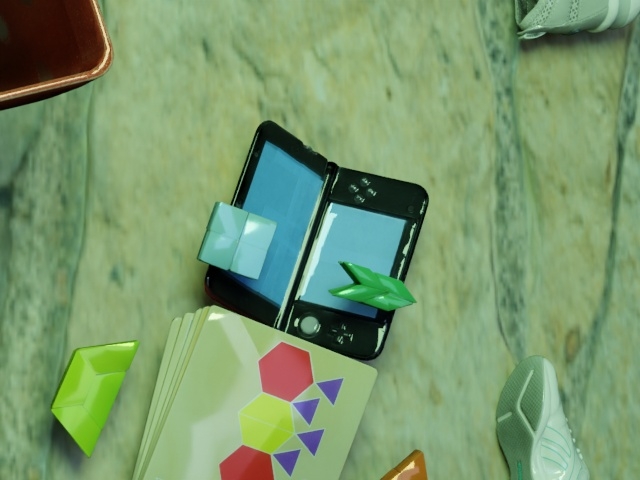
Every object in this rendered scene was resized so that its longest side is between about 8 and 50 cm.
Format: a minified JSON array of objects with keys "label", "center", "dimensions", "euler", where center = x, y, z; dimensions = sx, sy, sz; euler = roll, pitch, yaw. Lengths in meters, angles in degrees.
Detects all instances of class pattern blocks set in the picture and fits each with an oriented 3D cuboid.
[{"label":"pattern blocks set","center":[-0.054,0.151,1.383],"dimensions":[0.285,0.026,0.325],"euler":[30,84,-13]}]

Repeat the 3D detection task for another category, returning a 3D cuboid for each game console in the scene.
[{"label":"game console","center":[0.000,0.000,1.427],"dimensions":[0.124,0.085,0.144],"euler":[13,73,17]}]

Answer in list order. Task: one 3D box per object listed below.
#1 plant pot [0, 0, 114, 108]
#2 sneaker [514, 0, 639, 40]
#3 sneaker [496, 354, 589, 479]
[{"label":"plant pot","center":[-0.324,-0.174,1.259],"dimensions":[0.267,0.236,0.267],"euler":[-17,86,-24]},{"label":"sneaker","center":[0.164,-0.293,1.541],"dimensions":[0.115,0.105,0.281],"euler":[-20,88,-23]},{"label":"sneaker","center":[0.173,0.165,1.490],"dimensions":[0.061,0.053,0.152],"euler":[4,81,-36]}]
